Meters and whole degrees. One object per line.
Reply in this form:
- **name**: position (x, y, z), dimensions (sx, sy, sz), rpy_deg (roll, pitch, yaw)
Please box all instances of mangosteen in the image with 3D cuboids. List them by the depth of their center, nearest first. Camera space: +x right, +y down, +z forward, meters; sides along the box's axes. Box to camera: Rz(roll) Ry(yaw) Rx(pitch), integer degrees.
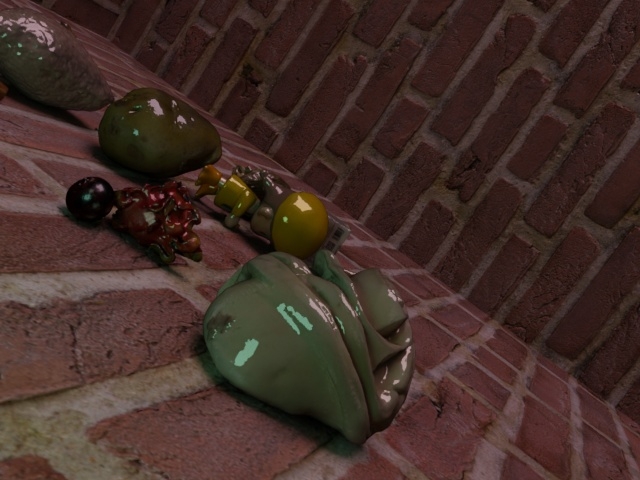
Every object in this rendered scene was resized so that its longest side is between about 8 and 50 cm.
- **mangosteen**: position (-0.379, -0.066, 1.187), dimensions (0.081, 0.081, 0.081), rpy_deg (33, 9, -6)

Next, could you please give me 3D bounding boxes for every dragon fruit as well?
- **dragon fruit**: position (-0.278, -0.037, 1.255), dimensions (0.207, 0.150, 0.133), rpy_deg (43, 41, 17)

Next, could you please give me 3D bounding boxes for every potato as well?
- **potato**: position (-0.370, -0.249, 1.718), dimensions (0.218, 0.203, 0.351), rpy_deg (1, -5, 38)

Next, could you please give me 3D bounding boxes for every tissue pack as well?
- **tissue pack**: position (0.000, 0.000, 1.935), dimensions (0.106, 0.149, 0.099), rpy_deg (33, 9, -7)

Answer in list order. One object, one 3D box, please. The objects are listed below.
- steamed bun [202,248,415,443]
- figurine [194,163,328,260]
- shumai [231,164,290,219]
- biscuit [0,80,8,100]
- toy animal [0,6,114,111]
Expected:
- **steamed bun**: position (0.004, 0.124, 1.084), dimensions (0.324, 0.219, 0.310), rpy_deg (32, 9, -11)
- **figurine**: position (-0.144, -0.075, 1.784), dimensions (0.343, 0.187, 0.215), rpy_deg (27, -3, -2)
- **shumai**: position (-0.193, -0.146, 1.996), dimensions (0.209, 0.161, 0.153), rpy_deg (1, 34, -41)
- **biscuit**: position (-0.740, -0.338, 1.429), dimensions (0.186, 0.044, 0.295), rpy_deg (37, 10, 4)
- **toy animal**: position (-0.664, -0.434, 1.700), dimensions (0.226, 0.188, 0.358), rpy_deg (48, 3, 30)
